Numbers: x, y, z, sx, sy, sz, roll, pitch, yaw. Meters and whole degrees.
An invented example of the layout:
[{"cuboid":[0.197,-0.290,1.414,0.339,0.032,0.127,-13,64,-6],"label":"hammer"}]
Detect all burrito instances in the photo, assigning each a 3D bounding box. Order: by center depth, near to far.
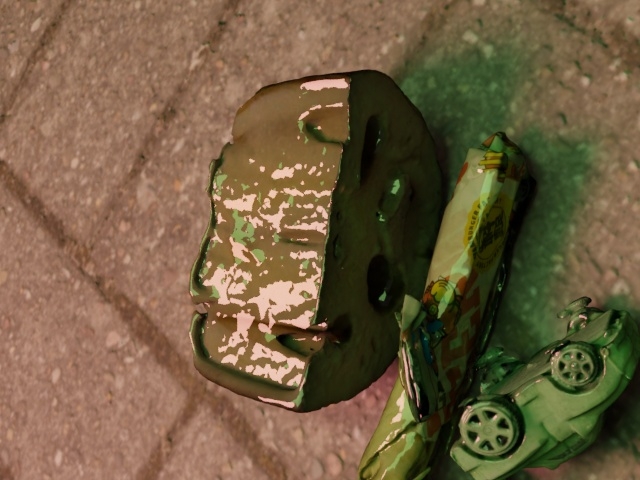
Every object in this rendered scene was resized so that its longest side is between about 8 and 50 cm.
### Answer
[{"cuboid":[0.077,0.062,0.915,0.054,0.104,0.288,18,91,21],"label":"burrito"}]

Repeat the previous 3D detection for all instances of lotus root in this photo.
[{"cuboid":[0.000,0.000,0.975,0.119,0.138,0.235,10,85,46],"label":"lotus root"}]

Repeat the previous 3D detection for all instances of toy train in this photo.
[{"cuboid":[0.140,0.104,0.869,0.149,0.099,0.081,-33,93,20],"label":"toy train"}]
